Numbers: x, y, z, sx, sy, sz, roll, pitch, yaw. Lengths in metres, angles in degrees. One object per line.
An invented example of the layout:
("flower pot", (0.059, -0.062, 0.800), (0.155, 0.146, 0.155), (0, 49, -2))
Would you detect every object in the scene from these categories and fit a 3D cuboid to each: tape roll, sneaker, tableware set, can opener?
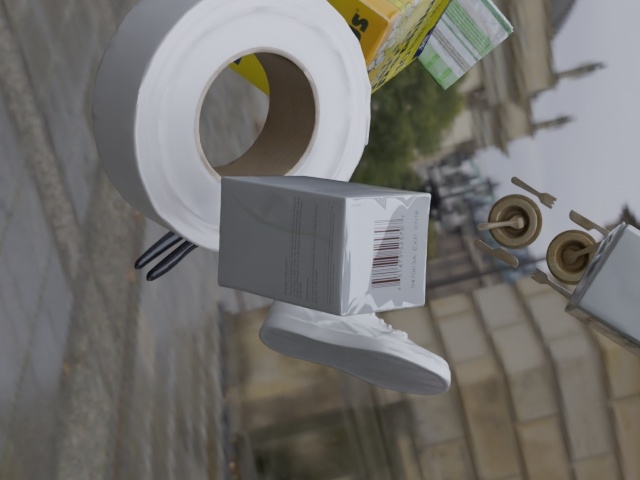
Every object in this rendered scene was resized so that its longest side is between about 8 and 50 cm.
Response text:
("tape roll", (-0.087, -0.133, 1.341), (0.100, 0.286, 0.286), (25, -44, 52))
("sneaker", (0.071, 0.117, 1.955), (0.108, 0.292, 0.169), (106, 4, -54))
("tableware set", (0.344, -0.003, 2.009), (0.194, 0.128, 0.039), (32, 10, 19))
("can opener", (-0.200, -0.003, 1.903), (0.059, 0.186, 0.073), (43, -34, 19))

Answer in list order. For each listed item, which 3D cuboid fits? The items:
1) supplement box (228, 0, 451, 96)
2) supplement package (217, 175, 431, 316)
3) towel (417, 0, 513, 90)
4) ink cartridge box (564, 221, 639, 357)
("supplement box", (0.042, -0.325, 1.746), (0.194, 0.195, 0.356), (-58, 172, 36))
("supplement package", (0.000, 0.000, 1.171), (0.179, 0.105, 0.105), (12, -77, 48))
("towel", (0.217, -0.329, 2.070), (0.113, 0.152, 0.023), (49, 0, -10))
("ink cartridge box", (0.328, 0.078, 1.149), (0.208, 0.087, 0.153), (33, -1, 9))
